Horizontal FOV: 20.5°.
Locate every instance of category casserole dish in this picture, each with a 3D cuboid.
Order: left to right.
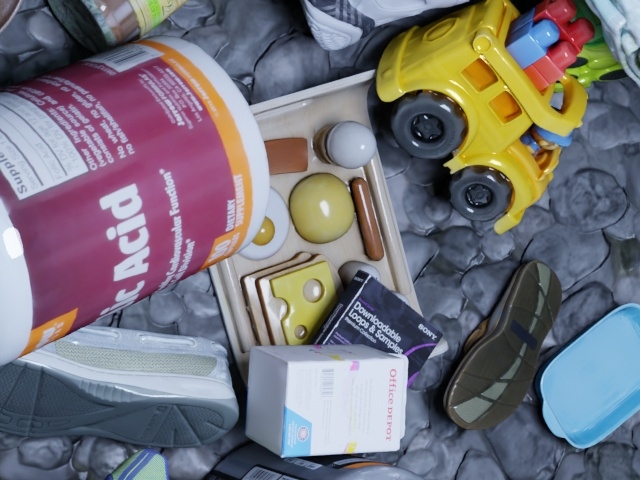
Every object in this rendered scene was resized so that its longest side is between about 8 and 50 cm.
[{"bbox_3d":[0.313,0.150,1.983,0.188,0.037,0.114,-36,106,-20],"label":"casserole dish"}]

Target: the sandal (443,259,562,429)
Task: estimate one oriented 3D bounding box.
[{"bbox_3d":[0.190,0.114,1.915,0.090,0.060,0.219,43,59,-27],"label":"sandal"}]

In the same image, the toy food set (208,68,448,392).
[{"bbox_3d":[0.000,0.000,1.796,0.220,0.092,0.306,-19,99,-25],"label":"toy food set"}]

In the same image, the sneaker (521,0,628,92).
[{"bbox_3d":[0.284,-0.237,1.940,0.295,0.109,0.123,-8,67,-22],"label":"sneaker"}]

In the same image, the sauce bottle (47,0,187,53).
[{"bbox_3d":[-0.111,-0.318,1.726,0.344,0.111,0.111,-42,108,-18],"label":"sauce bottle"}]

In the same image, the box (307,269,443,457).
[{"bbox_3d":[0.038,0.127,1.783,0.116,0.029,0.162,38,80,-28],"label":"box"}]

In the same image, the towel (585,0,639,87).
[{"bbox_3d":[0.250,-0.318,1.748,0.090,0.320,0.374,-33,77,11],"label":"towel"}]

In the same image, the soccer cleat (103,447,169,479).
[{"bbox_3d":[-0.138,0.304,1.677,0.121,0.093,0.289,-59,150,-29],"label":"soccer cleat"}]

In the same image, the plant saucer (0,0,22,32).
[{"bbox_3d":[-0.362,-0.264,1.629,0.198,0.036,0.198,-10,107,-35],"label":"plant saucer"}]

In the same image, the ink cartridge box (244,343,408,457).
[{"bbox_3d":[0.012,0.152,1.705,0.143,0.090,0.092,1,97,-27],"label":"ink cartridge box"}]

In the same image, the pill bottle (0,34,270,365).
[{"bbox_3d":[-0.256,-0.023,1.555,0.392,0.224,0.224,-26,102,-37],"label":"pill bottle"}]

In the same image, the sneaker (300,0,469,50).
[{"bbox_3d":[0.067,-0.302,1.661,0.210,0.366,0.137,-19,76,1],"label":"sneaker"}]

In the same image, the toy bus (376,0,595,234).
[{"bbox_3d":[0.198,-0.147,1.807,0.220,0.211,0.149,50,30,-20],"label":"toy bus"}]

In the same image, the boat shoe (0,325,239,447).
[{"bbox_3d":[-0.231,0.120,1.687,0.320,0.118,0.103,10,47,-23],"label":"boat shoe"}]

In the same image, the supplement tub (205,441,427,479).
[{"bbox_3d":[0.014,0.299,1.685,0.193,0.316,0.193,-1,92,-26],"label":"supplement tub"}]
